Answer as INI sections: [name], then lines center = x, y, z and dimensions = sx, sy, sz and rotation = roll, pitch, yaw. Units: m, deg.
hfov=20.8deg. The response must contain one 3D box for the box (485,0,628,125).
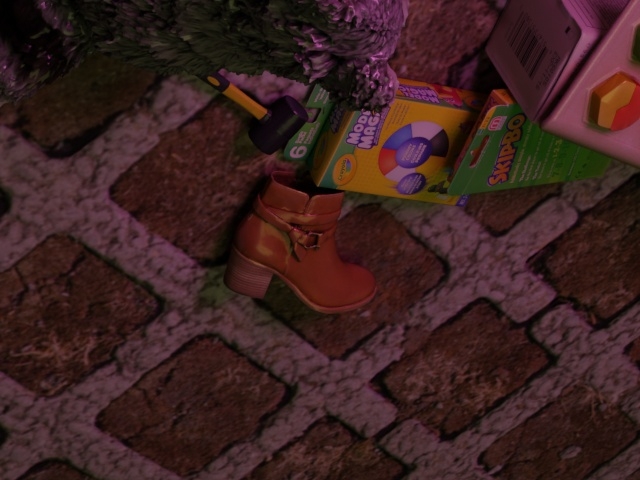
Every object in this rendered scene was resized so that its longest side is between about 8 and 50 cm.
[box]
center = 0.352, -0.191, 1.861
dimensions = 0.311, 0.148, 0.121
rotation = 7, 127, -27

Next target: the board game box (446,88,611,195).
[board game box]
center = 0.245, -0.114, 1.912
dimensions = 0.259, 0.039, 0.124
rotation = -11, 137, -42

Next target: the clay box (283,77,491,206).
[clay box]
center = 0.082, -0.110, 1.882
dimensions = 0.222, 0.053, 0.127
rotation = 6, 127, -29

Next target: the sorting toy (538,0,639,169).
[sorting toy]
center = 0.349, -0.159, 1.760
dimensions = 0.193, 0.038, 0.208
rotation = 17, 121, -34

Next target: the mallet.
[mallet]
center = -0.086, -0.160, 1.781
dimensions = 0.062, 0.039, 0.190
rotation = -36, 131, 13

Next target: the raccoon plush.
[raccoon plush]
center = -0.114, -0.165, 1.573
dimensions = 0.446, 0.299, 0.216
rotation = -40, 134, 15

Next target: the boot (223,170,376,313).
[boot]
center = 0.000, 0.000, 1.939
dimensions = 0.197, 0.073, 0.152
rotation = 5, 124, -31
